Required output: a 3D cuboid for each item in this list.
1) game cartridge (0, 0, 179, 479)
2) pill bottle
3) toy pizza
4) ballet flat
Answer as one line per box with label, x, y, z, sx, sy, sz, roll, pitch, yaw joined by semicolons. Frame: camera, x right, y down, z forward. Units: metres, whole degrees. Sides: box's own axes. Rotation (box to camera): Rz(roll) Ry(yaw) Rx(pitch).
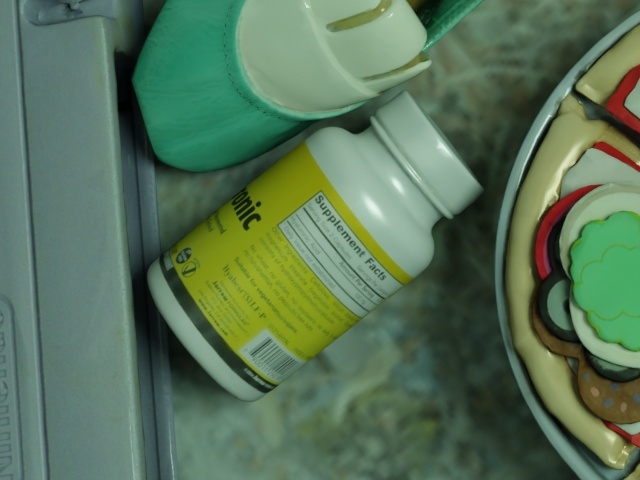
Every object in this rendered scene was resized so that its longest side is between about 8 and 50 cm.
game cartridge;-0.167;0.070;0.698;0.230;0.068;0.355;-9;77;19
pill bottle;0.000;0.000;0.654;0.116;0.065;0.065;-38;72;7
toy pizza;0.152;0.005;0.570;0.201;0.032;0.201;-3;79;17
ballet flat;0.033;-0.107;0.645;0.247;0.083;0.087;-41;30;4
